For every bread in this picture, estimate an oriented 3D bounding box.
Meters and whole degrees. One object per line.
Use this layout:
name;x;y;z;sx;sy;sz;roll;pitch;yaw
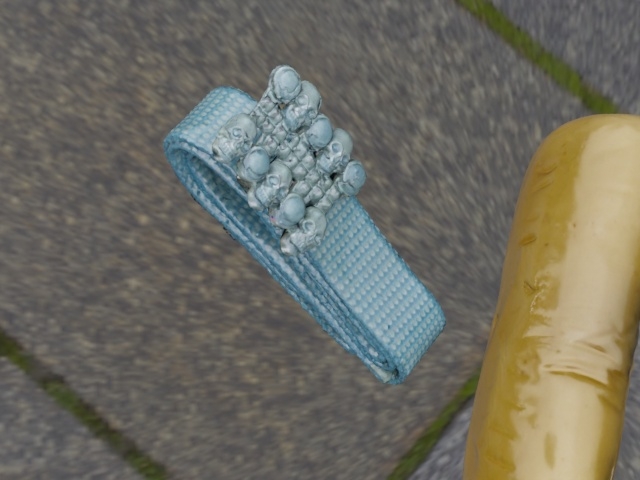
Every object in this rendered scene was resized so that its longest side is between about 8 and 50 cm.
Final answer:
bread;0.160;0.060;1.252;0.091;0.142;0.305;17;73;-13

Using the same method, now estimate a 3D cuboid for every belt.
belt;0.003;-0.003;0.936;0.179;0.100;0.065;47;67;-19
